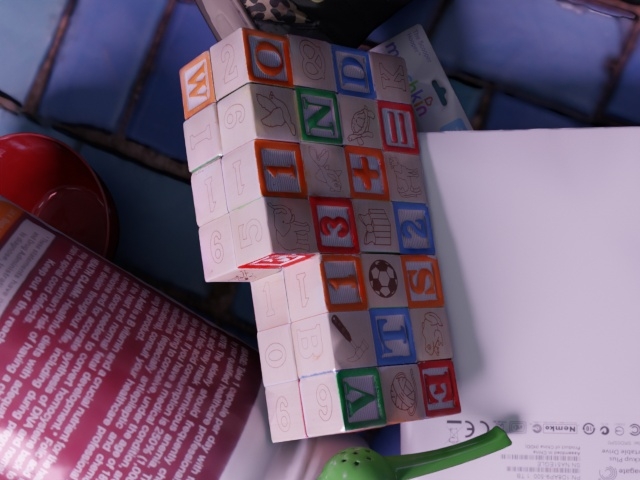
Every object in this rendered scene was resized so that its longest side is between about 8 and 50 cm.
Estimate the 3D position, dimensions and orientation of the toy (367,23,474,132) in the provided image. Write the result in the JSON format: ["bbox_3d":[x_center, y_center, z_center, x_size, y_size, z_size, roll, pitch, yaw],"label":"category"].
[{"bbox_3d":[0.012,-0.090,0.892,0.237,0.056,0.137,-27,83,13],"label":"toy"}]

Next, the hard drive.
[{"bbox_3d":[0.183,0.085,0.805,0.233,0.047,0.353,-1,89,8],"label":"hard drive"}]

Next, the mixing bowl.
[{"bbox_3d":[-0.266,-0.010,0.944,0.181,0.098,0.182,0,89,15],"label":"mixing bowl"}]

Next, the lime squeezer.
[{"bbox_3d":[0.010,0.221,0.717,0.310,0.110,0.059,-43,48,-15],"label":"lime squeezer"}]

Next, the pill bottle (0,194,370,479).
[{"bbox_3d":[-0.169,0.150,0.794,0.392,0.224,0.224,32,97,-10],"label":"pill bottle"}]

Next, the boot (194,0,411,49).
[{"bbox_3d":[-0.015,-0.342,0.862,0.284,0.138,0.377,-27,82,11],"label":"boot"}]

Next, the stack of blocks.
[{"bbox_3d":[0.000,0.000,0.752,0.087,0.171,0.297,-20,75,47],"label":"stack of blocks"}]
